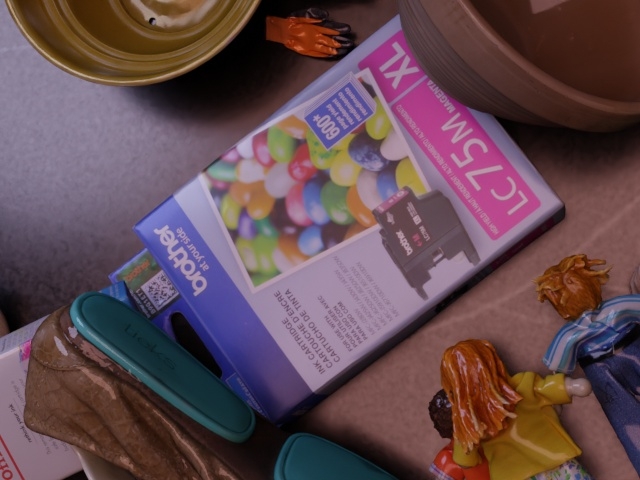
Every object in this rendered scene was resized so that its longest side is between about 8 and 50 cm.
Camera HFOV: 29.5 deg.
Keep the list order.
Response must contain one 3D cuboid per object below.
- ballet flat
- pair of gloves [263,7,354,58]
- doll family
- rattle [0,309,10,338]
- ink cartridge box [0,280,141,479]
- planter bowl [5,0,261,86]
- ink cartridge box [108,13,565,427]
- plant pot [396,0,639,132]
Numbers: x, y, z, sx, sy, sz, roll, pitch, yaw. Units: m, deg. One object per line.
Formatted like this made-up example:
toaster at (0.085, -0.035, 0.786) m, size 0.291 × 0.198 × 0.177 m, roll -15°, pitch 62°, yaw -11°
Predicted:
ballet flat at (-0.057, 0.171, 0.813) m, size 0.342 × 0.116 × 0.124 m, roll 32°, pitch 110°, yaw 0°
pair of gloves at (-0.007, -0.179, 0.912) m, size 0.074 × 0.010 × 0.083 m, roll 16°, pitch 117°, yaw 15°
doll family at (0.176, 0.101, 0.809) m, size 0.263 × 0.118 × 0.163 m, roll -34°, pitch 79°, yaw 8°
rattle at (-0.309, 0.127, 0.944) m, size 0.142 × 0.130 × 0.200 m, roll -11°, pitch 109°, yaw 22°
ink cartridge box at (-0.202, 0.117, 0.882) m, size 0.181 × 0.061 × 0.104 m, roll -25°, pitch 104°, yaw -7°
planter bowl at (-0.125, -0.214, 0.919) m, size 0.217 × 0.090 × 0.217 m, roll -1°, pitch 84°, yaw 13°
ink cartridge box at (0.000, 0.000, 0.889) m, size 0.311 × 0.065 × 0.186 m, roll -38°, pitch 78°, yaw 9°
plant pot at (0.133, -0.162, 0.823) m, size 0.110 × 0.237 × 0.237 m, roll -41°, pitch 74°, yaw 49°
